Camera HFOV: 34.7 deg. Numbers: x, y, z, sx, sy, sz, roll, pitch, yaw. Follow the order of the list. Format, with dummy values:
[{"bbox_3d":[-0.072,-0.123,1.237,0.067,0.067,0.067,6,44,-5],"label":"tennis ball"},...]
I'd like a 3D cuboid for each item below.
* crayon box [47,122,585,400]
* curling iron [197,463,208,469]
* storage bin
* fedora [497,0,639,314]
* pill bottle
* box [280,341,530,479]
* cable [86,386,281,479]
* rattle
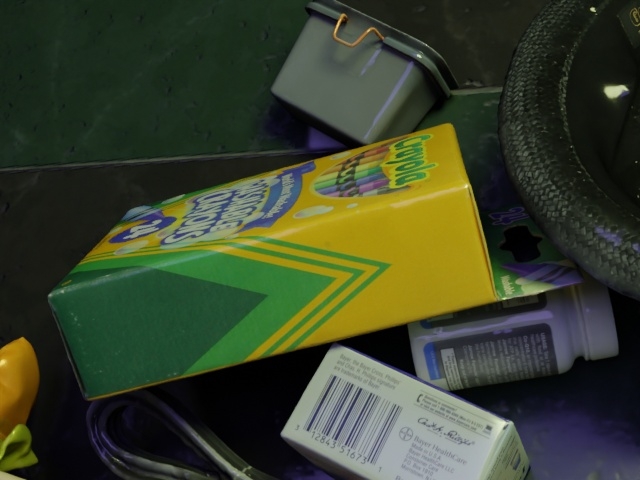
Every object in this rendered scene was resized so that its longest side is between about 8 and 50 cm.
[{"bbox_3d":[0.000,0.000,0.714,0.323,0.203,0.083,-14,105,8],"label":"crayon box"},{"bbox_3d":[-0.174,0.267,0.727,0.068,0.035,0.274,38,80,27],"label":"curling iron"},{"bbox_3d":[0.027,-0.129,0.834,0.135,0.098,0.091,31,87,26],"label":"storage bin"},{"bbox_3d":[0.274,-0.053,0.681,0.334,0.152,0.334,-5,53,6],"label":"fedora"},{"bbox_3d":[0.133,0.060,0.717,0.137,0.078,0.078,-10,63,10],"label":"pill bottle"},{"bbox_3d":[0.061,0.138,0.665,0.126,0.137,0.072,23,74,24],"label":"box"},{"bbox_3d":[-0.046,0.184,0.682,0.287,0.072,0.139,42,109,14],"label":"cable"},{"bbox_3d":[-0.170,0.154,0.717,0.200,0.130,0.142,-7,39,44],"label":"rattle"}]
